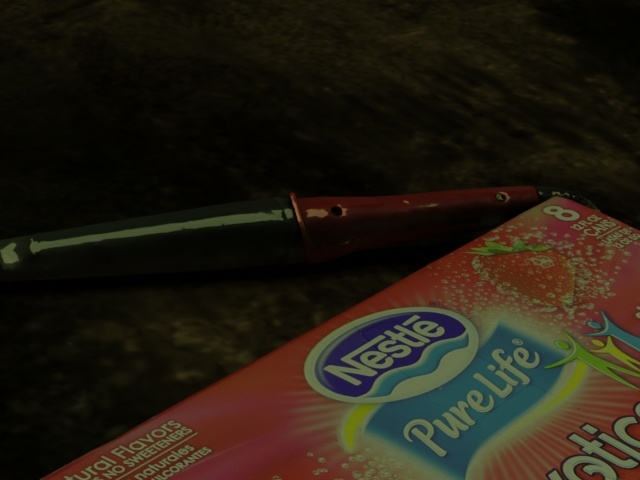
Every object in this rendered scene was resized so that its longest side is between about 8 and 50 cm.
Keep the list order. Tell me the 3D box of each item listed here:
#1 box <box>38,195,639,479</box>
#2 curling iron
[{"bbox_3d":[0.037,0.098,0.481,0.122,0.128,0.257,27,34,29],"label":"box"},{"bbox_3d":[0.000,0.000,0.740,0.274,0.035,0.068,0,30,-16],"label":"curling iron"}]
